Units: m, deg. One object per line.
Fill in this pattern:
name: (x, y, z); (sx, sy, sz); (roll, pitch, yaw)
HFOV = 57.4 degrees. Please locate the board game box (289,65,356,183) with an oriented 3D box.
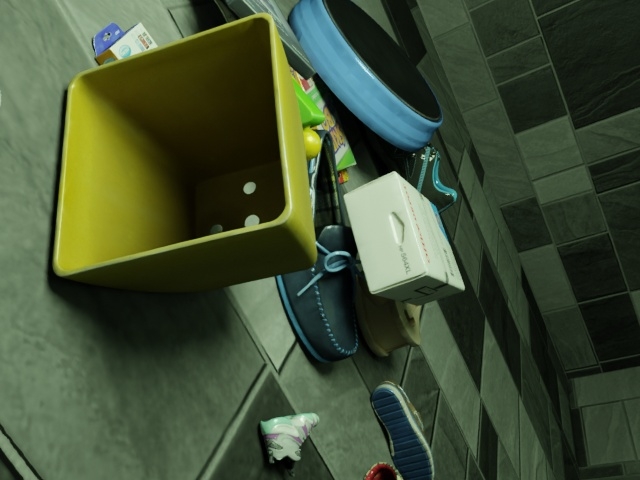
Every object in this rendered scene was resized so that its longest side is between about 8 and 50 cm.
board game box: (-0.002, -0.229, 1.090); (0.124, 0.039, 0.259); (-32, 105, -64)

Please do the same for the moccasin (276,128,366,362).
moccasin: (0.000, 0.000, 0.832); (0.138, 0.117, 0.341); (-5, 78, -64)

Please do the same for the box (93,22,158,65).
box: (-0.197, -0.185, 0.669); (0.136, 0.028, 0.081); (57, 29, -31)

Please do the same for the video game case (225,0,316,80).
video game case: (-0.114, -0.384, 0.886); (0.196, 0.026, 0.274); (29, 31, -55)

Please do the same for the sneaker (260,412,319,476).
sneaker: (-0.033, 0.244, 0.697); (0.098, 0.038, 0.069); (12, 64, -51)

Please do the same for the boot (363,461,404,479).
boot: (0.114, 0.445, 0.800); (0.178, 0.085, 0.236); (57, 22, -23)

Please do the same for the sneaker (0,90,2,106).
sneaker: (-0.328, -0.165, 0.350); (0.115, 0.105, 0.281); (-55, 134, -19)

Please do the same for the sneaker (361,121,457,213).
sneaker: (0.205, -0.213, 1.368); (0.340, 0.140, 0.125); (64, 29, -11)

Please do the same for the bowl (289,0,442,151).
bowl: (0.106, -0.358, 1.202); (0.391, 0.077, 0.391); (36, 31, -26)

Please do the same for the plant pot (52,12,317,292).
plant pot: (-0.105, -0.053, 0.580); (0.187, 0.212, 0.212); (52, 28, -62)

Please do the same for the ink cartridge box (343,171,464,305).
ink cartridge box: (0.124, 0.006, 0.841); (0.203, 0.086, 0.148); (22, 49, -60)

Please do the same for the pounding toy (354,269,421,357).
pounding toy: (0.154, 0.103, 1.026); (0.269, 0.155, 0.154); (-11, 78, -65)

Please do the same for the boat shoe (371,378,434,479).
boat shoe: (0.146, 0.314, 0.972); (0.183, 0.066, 0.066); (69, 24, -4)

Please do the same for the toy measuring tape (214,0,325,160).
toy measuring tape: (-0.119, -0.229, 0.813); (0.330, 0.121, 0.121); (51, 23, 10)
